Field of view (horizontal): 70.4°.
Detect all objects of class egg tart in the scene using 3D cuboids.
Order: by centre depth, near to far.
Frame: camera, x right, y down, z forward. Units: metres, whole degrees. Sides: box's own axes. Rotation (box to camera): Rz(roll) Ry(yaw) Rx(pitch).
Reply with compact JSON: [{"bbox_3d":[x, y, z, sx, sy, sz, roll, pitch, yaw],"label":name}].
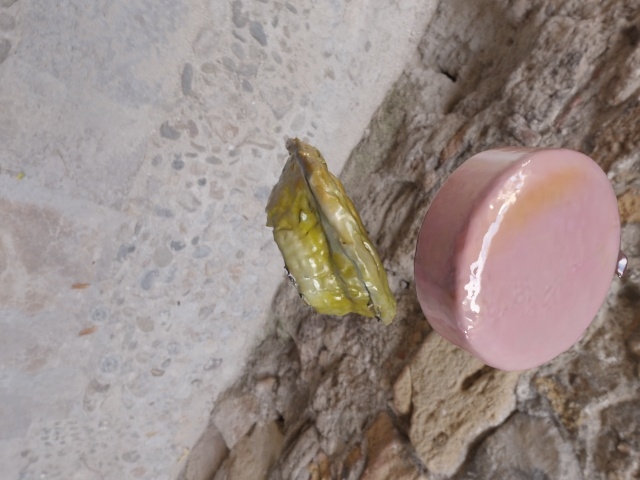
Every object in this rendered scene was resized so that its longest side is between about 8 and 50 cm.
[{"bbox_3d":[0.000,0.000,0.752,0.132,0.345,0.345,-26,131,1],"label":"egg tart"}]

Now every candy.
[{"bbox_3d":[0.226,0.019,0.502,0.255,0.094,0.255,-6,104,-26],"label":"candy"}]
